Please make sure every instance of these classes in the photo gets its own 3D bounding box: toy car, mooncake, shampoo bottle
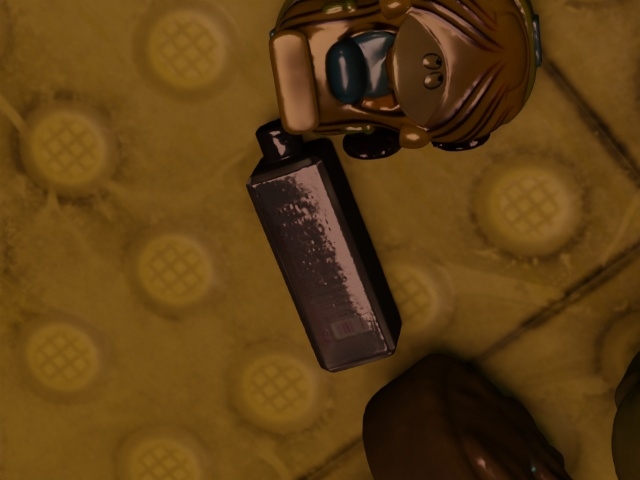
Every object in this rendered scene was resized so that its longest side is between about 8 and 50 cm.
[{"bbox_3d":[0.071,-0.162,1.548,0.248,0.142,0.200,-7,109,13],"label":"toy car"},{"bbox_3d":[0.143,0.211,1.638,0.117,0.235,0.235,-40,99,23],"label":"mooncake"},{"bbox_3d":[0.000,0.000,1.652,0.080,0.079,0.246,-18,106,14],"label":"shampoo bottle"}]

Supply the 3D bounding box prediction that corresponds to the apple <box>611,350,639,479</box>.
[{"bbox_3d":[0.397,0.171,1.539,0.254,0.292,0.292,32,111,-1],"label":"apple"}]
